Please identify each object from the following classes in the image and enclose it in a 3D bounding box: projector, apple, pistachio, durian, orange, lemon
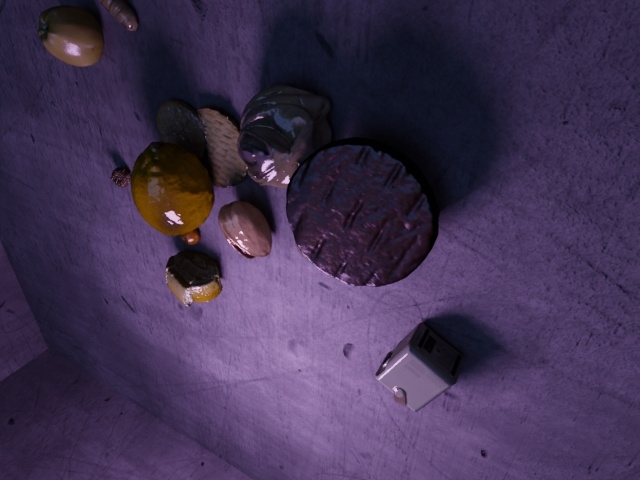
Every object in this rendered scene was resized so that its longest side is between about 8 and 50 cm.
[{"bbox_3d":[0.301,0.403,1.379,0.177,0.163,0.243,39,130,9],"label":"projector"},{"bbox_3d":[-0.814,-0.673,1.446,0.200,0.200,0.200,17,126,25],"label":"apple"},{"bbox_3d":[-0.252,-0.035,1.486,0.157,0.157,0.230,-8,125,37],"label":"pistachio"},{"bbox_3d":[-0.800,-0.256,1.770,0.080,0.080,0.091,49,130,-2],"label":"durian"},{"bbox_3d":[-0.518,-0.021,1.735,0.086,0.062,0.086,15,123,24],"label":"orange"},{"bbox_3d":[-0.495,-0.176,1.477,0.285,0.285,0.316,3,110,33],"label":"lemon"}]

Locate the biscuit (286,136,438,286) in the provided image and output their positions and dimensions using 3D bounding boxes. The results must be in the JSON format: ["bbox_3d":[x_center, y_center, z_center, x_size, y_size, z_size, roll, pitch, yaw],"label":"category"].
[{"bbox_3d":[0.104,-0.068,1.149,0.407,0.091,0.408,11,121,19],"label":"biscuit"}]

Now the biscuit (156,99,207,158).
[{"bbox_3d":[-0.474,-0.373,1.501,0.219,0.033,0.220,16,127,22],"label":"biscuit"}]

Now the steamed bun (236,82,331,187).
[{"bbox_3d":[-0.123,-0.280,1.205,0.267,0.207,0.280,17,124,25],"label":"steamed bun"}]

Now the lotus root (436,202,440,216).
[{"bbox_3d":[0.240,-0.076,1.177,0.144,0.070,0.143,-13,110,39],"label":"lotus root"}]

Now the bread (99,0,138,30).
[{"bbox_3d":[-0.654,-0.745,1.374,0.214,0.053,0.073,50,137,-3],"label":"bread"}]

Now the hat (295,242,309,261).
[{"bbox_3d":[0.000,0.000,1.350,0.257,0.130,0.257,17,126,24],"label":"hat"}]

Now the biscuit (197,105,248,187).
[{"bbox_3d":[-0.302,-0.294,1.431,0.187,0.036,0.274,15,125,26],"label":"biscuit"}]

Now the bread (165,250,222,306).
[{"bbox_3d":[-0.519,0.141,1.758,0.257,0.186,0.124,30,135,26],"label":"bread"}]
